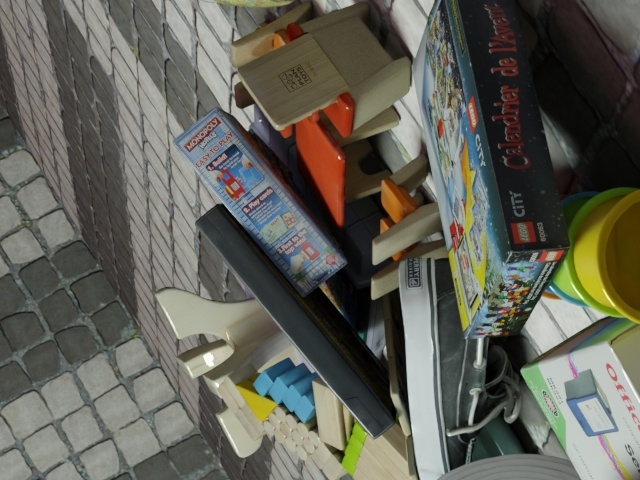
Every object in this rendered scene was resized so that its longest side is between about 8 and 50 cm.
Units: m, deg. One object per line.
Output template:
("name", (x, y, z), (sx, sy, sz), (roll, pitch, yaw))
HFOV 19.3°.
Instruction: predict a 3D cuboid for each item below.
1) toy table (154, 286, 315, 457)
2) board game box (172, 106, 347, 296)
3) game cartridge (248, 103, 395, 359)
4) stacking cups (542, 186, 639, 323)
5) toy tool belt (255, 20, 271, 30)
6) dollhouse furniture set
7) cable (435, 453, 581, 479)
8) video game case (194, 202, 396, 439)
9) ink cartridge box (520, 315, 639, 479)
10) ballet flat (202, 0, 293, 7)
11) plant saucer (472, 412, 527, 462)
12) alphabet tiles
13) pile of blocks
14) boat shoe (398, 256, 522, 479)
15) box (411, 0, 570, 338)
("toy table", (-0.096, 0.144, 2.513), (0.252, 0.161, 0.274), (61, 167, 1))
("board game box", (-0.068, -0.062, 1.867), (0.194, 0.060, 0.194), (49, -173, -23))
("game cartridge", (0.000, 0.000, 2.097), (0.230, 0.068, 0.355), (60, 167, 22))
("stacking cups", (0.194, 0.007, 1.377), (0.096, 0.096, 0.316), (62, 171, -6))
("toy tool belt", (-0.057, -0.192, 1.925), (0.083, 0.051, 0.052), (49, 162, 41))
("dollhouse furniture set", (0.001, -0.098, 1.727), (0.262, 0.135, 0.259), (55, 165, 23))
("cable", (0.175, 0.307, 1.667), (0.089, 0.257, 0.257), (86, 179, -51))
("video game case", (-0.018, 0.072, 1.926), (0.275, 0.035, 0.248), (51, -176, 0))
("ink cartridge box", (0.248, 0.131, 1.389), (0.154, 0.093, 0.212), (61, 165, 2))
("ballet flat", (-0.137, -0.306, 1.828), (0.348, 0.123, 0.123), (54, 165, 34))
("plant saucer", (0.176, 0.217, 1.935), (0.195, 0.037, 0.195), (54, 165, 22))
("alphabet tiles", (0.115, 0.227, 1.963), (0.285, 0.011, 0.342), (-93, -13, -54))
("pile of blocks", (0.029, 0.203, 2.255), (0.362, 0.112, 0.149), (24, 130, 42))
("boat shoe", (0.136, 0.133, 1.765), (0.113, 0.105, 0.306), (-87, -9, -52))
("box", (0.119, -0.065, 1.356), (0.159, 0.044, 0.233), (108, 155, -64))
